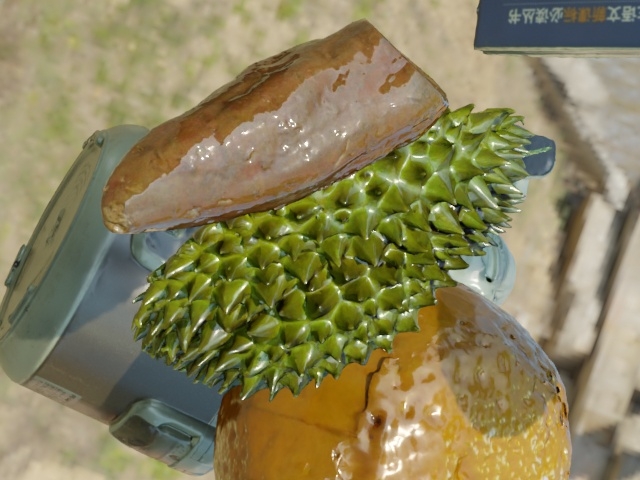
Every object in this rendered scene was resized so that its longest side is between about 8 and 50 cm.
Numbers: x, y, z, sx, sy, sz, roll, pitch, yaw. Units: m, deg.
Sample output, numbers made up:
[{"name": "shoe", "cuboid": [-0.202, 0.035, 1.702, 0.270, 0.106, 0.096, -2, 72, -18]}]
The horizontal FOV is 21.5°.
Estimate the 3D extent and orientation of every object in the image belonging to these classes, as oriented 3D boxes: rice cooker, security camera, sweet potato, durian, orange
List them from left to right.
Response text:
[{"name": "rice cooker", "cuboid": [-0.160, 0.067, 1.847, 0.335, 0.325, 0.335, -54, -163, 26]}, {"name": "sweet potato", "cuboid": [-0.028, -0.071, 1.060, 0.251, 0.097, 0.097, -24, 156, -22]}, {"name": "durian", "cuboid": [0.004, 0.001, 1.268, 0.355, 0.157, 0.169, -29, -162, 11]}, {"name": "orange", "cuboid": [0.057, 0.191, 1.569, 0.293, 0.340, 0.341, 18, -94, 51]}, {"name": "security camera", "cuboid": [0.180, -0.018, 2.222, 0.191, 0.197, 0.277, 1, -95, 55]}]

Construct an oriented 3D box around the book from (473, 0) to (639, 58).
[{"name": "book", "cuboid": [0.293, -0.380, 1.548, 0.039, 0.300, 0.428, 8, 88, -53]}]
